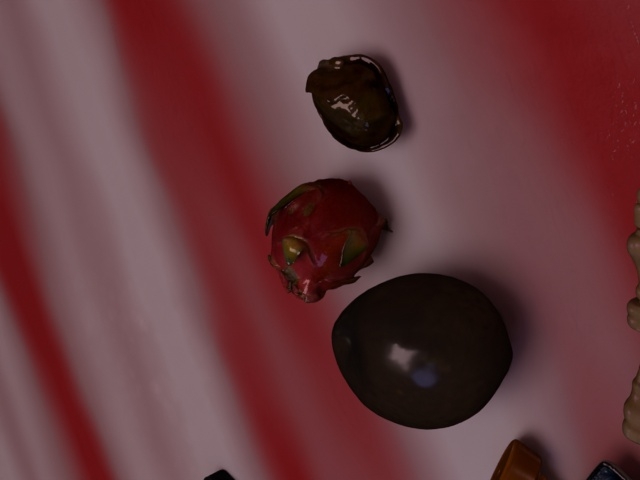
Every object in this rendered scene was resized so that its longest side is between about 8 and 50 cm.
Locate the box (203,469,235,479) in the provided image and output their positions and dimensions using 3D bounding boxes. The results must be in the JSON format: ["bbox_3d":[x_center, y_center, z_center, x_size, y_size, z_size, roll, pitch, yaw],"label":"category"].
[{"bbox_3d":[-0.169,0.729,2.380,0.350,0.058,0.211,36,125,30],"label":"box"}]

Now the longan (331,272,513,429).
[{"bbox_3d":[0.171,0.193,1.737,0.350,0.288,0.289,-13,94,57],"label":"longan"}]

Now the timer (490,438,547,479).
[{"bbox_3d":[0.378,0.438,1.733,0.152,0.132,0.132,26,123,8],"label":"timer"}]

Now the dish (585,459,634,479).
[{"bbox_3d":[0.491,0.484,1.643,0.182,0.080,0.243,44,129,25],"label":"dish"}]

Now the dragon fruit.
[{"bbox_3d":[0.002,-0.005,1.861,0.224,0.227,0.224,49,172,9],"label":"dragon fruit"}]

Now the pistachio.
[{"bbox_3d":[0.061,-0.247,1.794,0.210,0.130,0.165,43,127,15],"label":"pistachio"}]

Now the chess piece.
[{"bbox_3d":[0.511,0.107,1.486,0.117,0.117,0.397,8,107,43],"label":"chess piece"}]
